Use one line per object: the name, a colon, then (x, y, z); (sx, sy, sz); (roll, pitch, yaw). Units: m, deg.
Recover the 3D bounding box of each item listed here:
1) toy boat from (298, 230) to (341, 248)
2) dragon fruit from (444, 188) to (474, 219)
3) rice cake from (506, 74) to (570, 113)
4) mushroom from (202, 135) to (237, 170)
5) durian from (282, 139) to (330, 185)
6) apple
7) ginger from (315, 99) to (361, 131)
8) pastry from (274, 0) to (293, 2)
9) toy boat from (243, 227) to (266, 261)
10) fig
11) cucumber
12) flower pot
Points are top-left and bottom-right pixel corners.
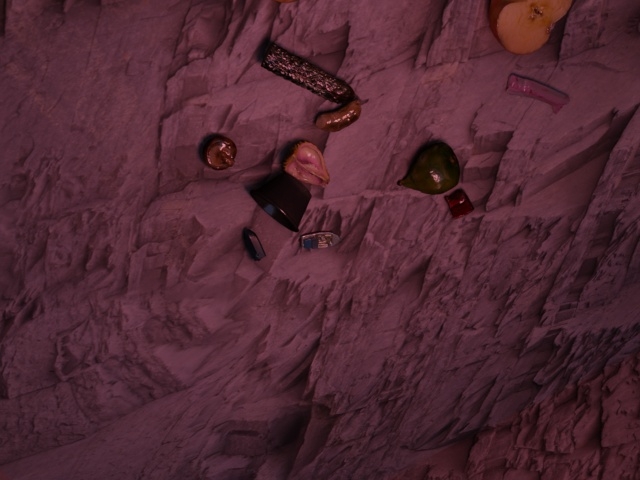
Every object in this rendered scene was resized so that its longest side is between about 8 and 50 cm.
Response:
toy boat: (0.000, 0.000, 2.071); (0.172, 0.059, 0.069); (-5, 116, -12)
dragon fruit: (0.576, -0.163, 2.132); (0.102, 0.096, 0.147); (-29, 150, 12)
rice cake: (0.865, -0.583, 2.019); (0.290, 0.051, 0.081); (15, 110, -20)
mushroom: (-0.361, -0.313, 1.814); (0.127, 0.087, 0.127); (-8, 117, -15)
durian: (-0.055, -0.278, 1.886); (0.182, 0.132, 0.165); (-3, 127, -25)
apple: (0.727, -0.836, 1.801); (0.251, 0.163, 0.293); (23, 121, -33)
ginger: (0.072, -0.453, 1.867); (0.190, 0.069, 0.095); (-30, 123, 0)
pastry: (-0.110, -0.924, 1.498); (0.409, 0.245, 0.410); (-7, 118, -14)
toy boat: (-0.267, 0.013, 2.012); (0.055, 0.060, 0.141); (-23, 111, -2)
fig: (0.425, -0.265, 2.021); (0.235, 0.203, 0.203); (-22, 128, 43)
cucumber: (-0.032, -0.568, 1.776); (0.359, 0.096, 0.096); (22, 108, -24)
flower pot: (-0.129, -0.157, 1.895); (0.148, 0.235, 0.235); (-50, 118, -10)
